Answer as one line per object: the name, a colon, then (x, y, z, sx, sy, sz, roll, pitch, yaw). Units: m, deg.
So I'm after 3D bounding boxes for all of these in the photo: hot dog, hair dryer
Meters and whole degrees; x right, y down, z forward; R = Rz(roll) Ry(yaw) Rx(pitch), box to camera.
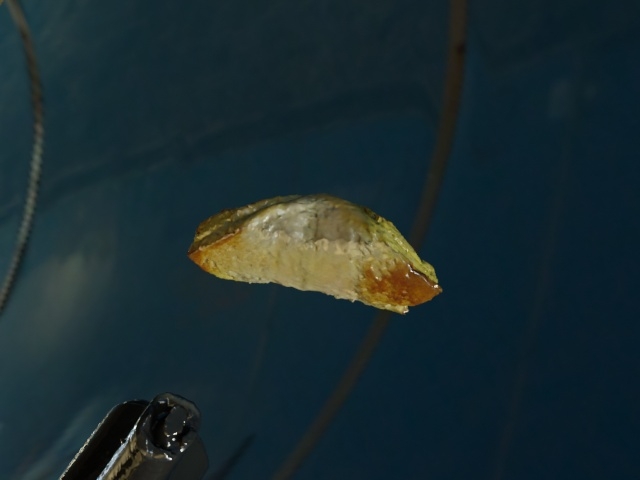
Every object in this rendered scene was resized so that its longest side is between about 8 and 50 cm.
hot dog: (0.000, 0.000, 1.026, 0.169, 0.061, 0.078, 11, -44, 0)
hair dryer: (-0.125, 0.166, 0.987, 0.089, 0.197, 0.251, 36, -38, -1)

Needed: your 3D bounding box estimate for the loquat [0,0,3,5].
loquat: (-0.368, -0.246, 1.146, 0.284, 0.276, 0.276, 27, -42, 40)
